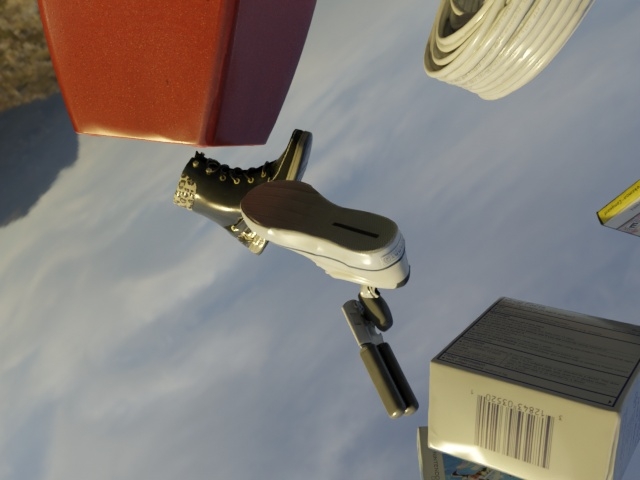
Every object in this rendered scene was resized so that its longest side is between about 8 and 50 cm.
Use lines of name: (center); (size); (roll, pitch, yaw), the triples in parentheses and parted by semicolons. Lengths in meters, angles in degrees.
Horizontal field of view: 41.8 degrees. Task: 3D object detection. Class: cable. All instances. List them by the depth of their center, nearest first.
cable: (0.204, -0.269, 0.860); (0.257, 0.089, 0.257); (-43, -154, 57)

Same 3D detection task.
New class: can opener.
can opener: (0.133, 0.231, 1.773); (0.095, 0.076, 0.283); (-51, -126, 39)

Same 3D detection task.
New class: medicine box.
medicine box: (0.336, 0.217, 1.235); (0.264, 0.149, 0.289); (12, -158, 30)

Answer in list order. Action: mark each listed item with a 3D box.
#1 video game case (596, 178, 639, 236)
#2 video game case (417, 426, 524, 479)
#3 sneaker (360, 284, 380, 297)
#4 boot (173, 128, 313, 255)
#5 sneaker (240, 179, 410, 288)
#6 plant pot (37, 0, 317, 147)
video game case: (0.705, -0.081, 1.579); (0.248, 0.275, 0.035); (-47, -139, 41)
video game case: (0.311, 0.427, 1.454); (0.270, 0.061, 0.244); (-2, -145, 2)
sneaker: (0.092, 0.061, 1.458); (0.037, 0.083, 0.032); (9, -158, 18)
boot: (-0.127, -0.104, 1.345); (0.236, 0.179, 0.085); (-63, 178, 32)
sneaker: (0.000, 0.000, 1.039); (0.258, 0.091, 0.094); (25, -121, 41)
plant pot: (-0.169, -0.237, 1.016); (0.267, 0.235, 0.267); (8, -170, 18)
